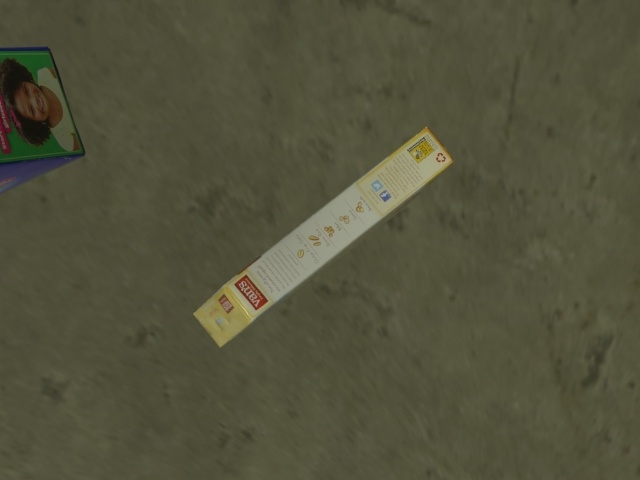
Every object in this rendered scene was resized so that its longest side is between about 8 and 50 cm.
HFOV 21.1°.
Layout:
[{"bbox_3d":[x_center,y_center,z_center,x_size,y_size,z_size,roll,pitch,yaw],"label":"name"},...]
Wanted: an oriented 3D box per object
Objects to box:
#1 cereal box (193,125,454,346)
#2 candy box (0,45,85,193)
[{"bbox_3d":[0.000,0.000,1.566,0.240,0.173,0.047,-37,89,-18],"label":"cereal box"},{"bbox_3d":[-0.406,-0.069,1.506,0.268,0.317,0.122,-22,89,24],"label":"candy box"}]
